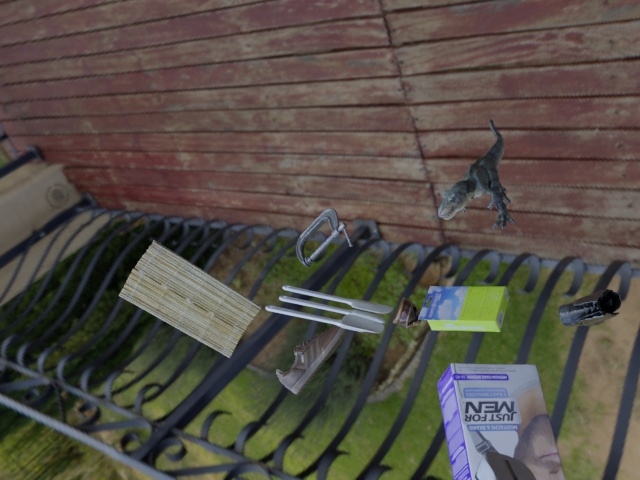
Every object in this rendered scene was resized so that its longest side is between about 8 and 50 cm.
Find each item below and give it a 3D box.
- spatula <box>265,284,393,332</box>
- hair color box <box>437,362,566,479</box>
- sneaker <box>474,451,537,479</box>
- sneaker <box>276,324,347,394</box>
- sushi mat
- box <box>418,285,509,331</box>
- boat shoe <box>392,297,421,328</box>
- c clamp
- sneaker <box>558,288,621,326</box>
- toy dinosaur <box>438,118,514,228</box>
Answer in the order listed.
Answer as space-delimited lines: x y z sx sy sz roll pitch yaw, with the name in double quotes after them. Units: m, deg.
0.019 0.137 1.450 0.242 0.168 0.019 12 110 12 "spatula"
0.348 0.407 1.357 0.185 0.338 0.110 2 145 -10 "hair color box"
0.213 0.322 0.790 0.094 0.258 0.091 15 94 10 "sneaker"
-0.017 0.233 1.509 0.071 0.188 0.066 36 164 13 "sneaker"
-0.305 0.142 1.689 0.317 0.151 0.019 34 -179 -20 "sushi mat"
0.319 0.150 1.581 0.178 0.109 0.042 -2 131 32 "box"
0.239 0.201 1.919 0.073 0.073 0.207 22 174 9 "boat shoe"
0.000 0.000 1.534 0.022 0.137 0.161 22 131 -35 "c clamp"
0.450 0.108 1.145 0.089 0.170 0.051 -27 73 45 "sneaker"
0.271 -0.091 1.147 0.064 0.268 0.118 -15 115 39 "toy dinosaur"
